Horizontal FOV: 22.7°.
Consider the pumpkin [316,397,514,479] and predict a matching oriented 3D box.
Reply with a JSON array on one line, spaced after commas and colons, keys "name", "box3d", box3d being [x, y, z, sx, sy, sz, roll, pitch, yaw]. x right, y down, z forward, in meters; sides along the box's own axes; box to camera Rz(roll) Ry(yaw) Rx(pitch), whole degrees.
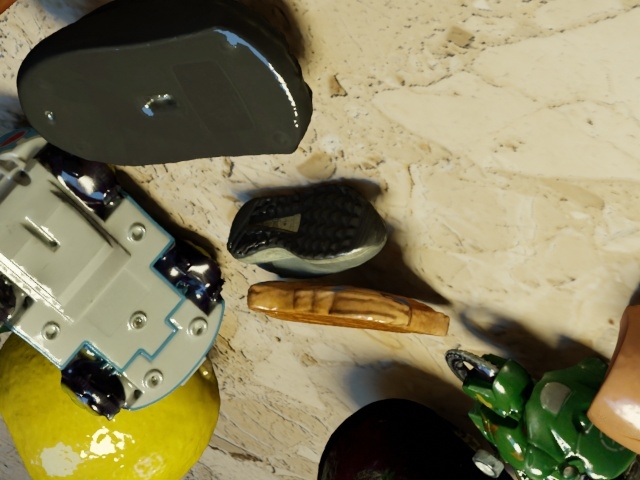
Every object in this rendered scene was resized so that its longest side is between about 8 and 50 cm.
[{"name": "pumpkin", "box3d": [0.102, 0.259, 1.594, 0.233, 0.163, 0.233, 36, -174, -4]}]

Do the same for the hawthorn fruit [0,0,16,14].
[{"name": "hawthorn fruit", "box3d": [-0.308, -0.243, 1.155, 0.208, 0.208, 0.248, 48, 173, -33]}]

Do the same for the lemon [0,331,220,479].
[{"name": "lemon", "box3d": [-0.222, 0.168, 1.738, 0.219, 0.240, 0.240, -23, 138, 3]}]

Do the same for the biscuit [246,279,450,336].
[{"name": "biscuit", "box3d": [0.016, 0.061, 1.455, 0.183, 0.043, 0.280, 13, 177, -16]}]

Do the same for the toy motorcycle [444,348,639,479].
[{"name": "toy motorcycle", "box3d": [0.227, 0.192, 1.448, 0.187, 0.124, 0.274, 18, 155, 42]}]

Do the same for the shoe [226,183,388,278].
[{"name": "shoe", "box3d": [0.001, 0.000, 1.395, 0.077, 0.074, 0.194, 33, 158, -34]}]

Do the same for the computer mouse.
[{"name": "computer mouse", "box3d": [-0.118, -0.132, 1.254, 0.270, 0.086, 0.137, -2, 135, 33]}]

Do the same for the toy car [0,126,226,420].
[{"name": "toy car", "box3d": [-0.239, 0.032, 1.564, 0.314, 0.198, 0.166, 44, 171, -32]}]

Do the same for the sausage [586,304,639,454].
[{"name": "sausage", "box3d": [0.360, 0.157, 1.243, 0.304, 0.121, 0.121, 26, 153, 9]}]

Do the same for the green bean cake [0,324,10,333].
[{"name": "green bean cake", "box3d": [-0.436, 0.002, 1.761, 0.222, 0.125, 0.248, 1, 142, 43]}]
